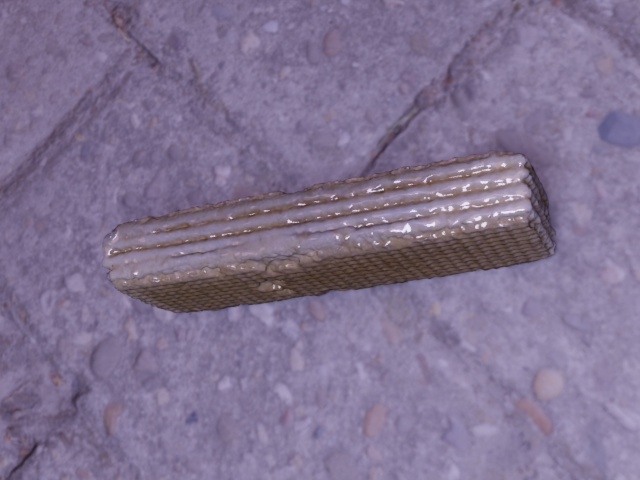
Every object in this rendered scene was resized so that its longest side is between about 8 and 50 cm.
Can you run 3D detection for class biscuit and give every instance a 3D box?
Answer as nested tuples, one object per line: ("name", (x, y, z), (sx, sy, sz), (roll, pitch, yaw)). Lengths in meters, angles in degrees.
("biscuit", (0.000, 0.000, 0.897), (0.426, 0.144, 0.078), (-10, 70, 21))
